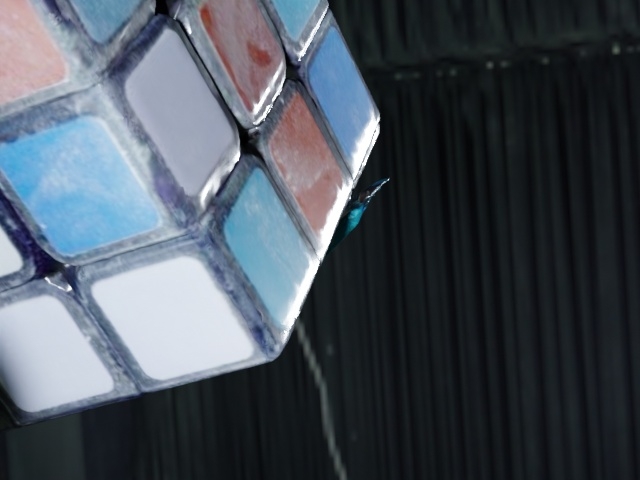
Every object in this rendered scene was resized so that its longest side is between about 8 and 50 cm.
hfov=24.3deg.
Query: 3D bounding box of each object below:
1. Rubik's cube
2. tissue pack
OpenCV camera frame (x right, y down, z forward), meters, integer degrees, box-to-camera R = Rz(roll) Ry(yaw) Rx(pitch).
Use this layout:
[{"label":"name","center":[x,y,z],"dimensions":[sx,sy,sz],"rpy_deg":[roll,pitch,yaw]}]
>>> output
[{"label":"Rubik's cube","center":[-0.202,-0.098,1.093],"dimensions":[0.362,0.363,0.359],"rpy_deg":[-14,-153,24]},{"label":"tissue pack","center":[0.000,0.000,1.204],"dimensions":[0.138,0.028,0.085],"rpy_deg":[-43,-177,18]}]
